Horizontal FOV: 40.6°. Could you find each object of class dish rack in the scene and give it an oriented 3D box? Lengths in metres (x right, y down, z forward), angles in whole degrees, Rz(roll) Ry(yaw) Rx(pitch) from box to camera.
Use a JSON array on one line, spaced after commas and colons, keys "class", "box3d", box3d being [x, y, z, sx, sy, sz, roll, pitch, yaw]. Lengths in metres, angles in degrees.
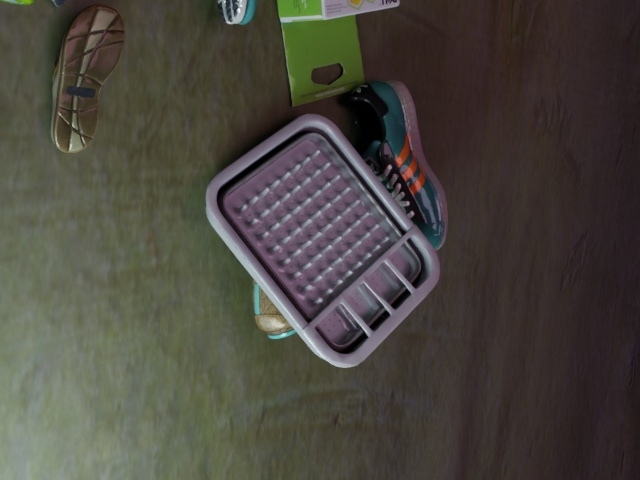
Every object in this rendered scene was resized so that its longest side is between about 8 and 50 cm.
[{"class": "dish rack", "box3d": [0.000, 0.000, 1.285, 0.285, 0.072, 0.333, -40, 94, -36]}]

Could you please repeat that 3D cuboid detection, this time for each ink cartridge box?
[{"class": "ink cartridge box", "box3d": [0.033, -0.349, 1.331, 0.188, 0.097, 0.255, -25, 114, -44]}]

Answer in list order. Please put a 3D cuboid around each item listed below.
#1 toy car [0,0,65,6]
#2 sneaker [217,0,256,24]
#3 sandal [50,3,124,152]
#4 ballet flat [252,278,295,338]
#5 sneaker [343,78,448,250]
[{"class": "toy car", "box3d": [-0.324, -0.326, 0.937, 0.188, 0.149, 0.155, -12, 111, -77]}, {"class": "sneaker", "box3d": [-0.072, -0.421, 1.172, 0.110, 0.107, 0.275, 16, 85, -29]}, {"class": "sandal", "box3d": [-0.289, -0.195, 1.033, 0.072, 0.049, 0.180, 6, 107, -44]}, {"class": "ballet flat", "box3d": [0.018, 0.033, 1.386, 0.342, 0.116, 0.124, -28, 103, -38]}, {"class": "sneaker", "box3d": [0.114, -0.115, 1.439, 0.121, 0.108, 0.302, -17, 89, -39]}]
